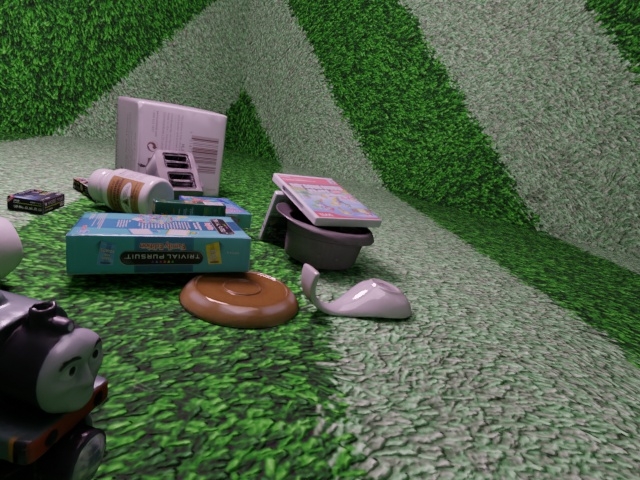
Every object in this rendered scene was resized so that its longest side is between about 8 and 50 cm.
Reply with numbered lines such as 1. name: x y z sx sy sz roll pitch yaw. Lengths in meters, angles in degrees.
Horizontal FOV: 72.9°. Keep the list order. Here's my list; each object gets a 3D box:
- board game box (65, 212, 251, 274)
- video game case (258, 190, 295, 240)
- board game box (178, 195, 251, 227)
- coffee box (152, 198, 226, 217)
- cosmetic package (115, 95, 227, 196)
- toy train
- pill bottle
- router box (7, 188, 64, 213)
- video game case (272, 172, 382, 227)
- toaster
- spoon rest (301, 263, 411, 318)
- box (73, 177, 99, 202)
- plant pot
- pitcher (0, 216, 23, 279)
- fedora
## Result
1. board game box: -0.345 0.002 0.948 0.335 0.079 0.253 1 12 -22
2. video game case: -0.071 -0.067 1.282 0.190 0.173 0.022 1 42 -30
3. board game box: -0.322 -0.087 1.307 0.160 0.047 0.210 0 17 -32
4. coffee box: -0.345 -0.049 1.135 0.184 0.113 0.040 0 19 -29
5. cosmetic package: -0.613 -0.379 1.742 0.327 0.330 0.393 -1 18 -35
6. toy train: -0.347 0.116 0.383 0.333 0.191 0.142 13 16 9
7. pill bottle: -0.568 -0.143 1.292 0.229 0.131 0.131 15 16 18
8. router box: -0.786 -0.110 1.203 0.091 0.038 0.122 9 15 -8
9. video game case: 0.011 -0.114 1.194 0.203 0.025 0.285 1 29 -31
10. toaster: -0.511 -0.216 1.504 0.185 0.168 0.110 -3 -24 -41
11. spoon rest: 0.075 0.119 0.909 0.276 0.084 0.137 17 11 -32
12. box: -0.736 -0.169 1.458 0.206 0.036 0.114 23 19 39
13. plant pot: -0.157 0.104 0.859 0.236 0.033 0.236 10 14 -3
14. pitcher: -0.616 0.030 0.689 0.177 0.126 0.207 2 19 36
15. fedora: 0.000 0.000 1.160 0.275 0.125 0.244 11 16 -17
